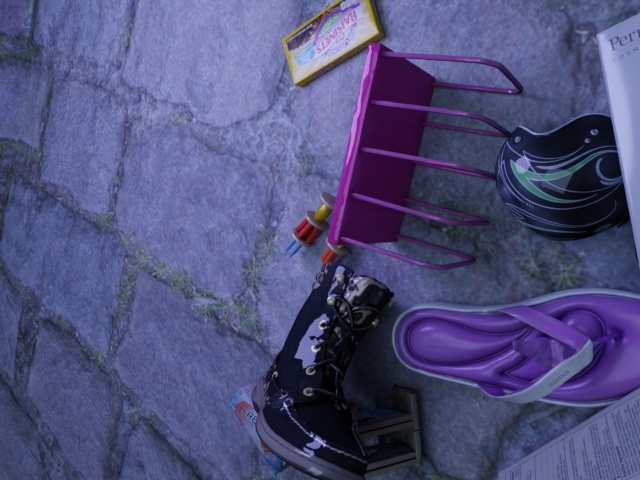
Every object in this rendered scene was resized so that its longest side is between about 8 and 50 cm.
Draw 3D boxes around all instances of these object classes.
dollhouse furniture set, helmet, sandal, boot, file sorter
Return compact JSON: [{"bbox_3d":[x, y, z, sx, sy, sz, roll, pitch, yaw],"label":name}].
[{"bbox_3d":[0.073,0.328,0.899,0.184,0.129,0.129,171,95,-65],"label":"dollhouse furniture set"},{"bbox_3d":[0.321,-0.083,0.665,0.162,0.169,0.169,-15,83,26],"label":"helmet"},{"bbox_3d":[0.289,0.166,0.726,0.416,0.102,0.169,-10,88,34],"label":"sandal"},{"bbox_3d":[0.019,0.186,0.784,0.284,0.138,0.377,-62,12,-7],"label":"boot"},{"bbox_3d":[0.167,-0.115,0.748,0.182,0.202,0.290,18,102,33],"label":"file sorter"}]

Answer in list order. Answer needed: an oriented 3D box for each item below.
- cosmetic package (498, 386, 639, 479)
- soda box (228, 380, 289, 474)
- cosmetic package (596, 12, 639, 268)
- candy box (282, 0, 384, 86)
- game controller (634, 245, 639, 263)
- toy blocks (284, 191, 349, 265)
[{"bbox_3d":[0.373,0.313,0.621,0.113,0.160,0.309,42,118,3],"label":"cosmetic package"},{"bbox_3d":[-0.114,0.390,1.048,0.183,0.063,0.058,48,117,25],"label":"soda box"},{"bbox_3d":[0.439,-0.065,0.489,0.217,0.156,0.385,-21,70,48],"label":"cosmetic package"},{"bbox_3d":[0.019,-0.389,0.953,0.206,0.027,0.105,-20,83,35],"label":"candy box"},{"bbox_3d":[0.495,-0.096,0.595,0.166,0.067,0.319,12,97,35],"label":"game controller"},{"bbox_3d":[0.000,0.000,0.961,0.148,0.054,0.123,-51,64,26],"label":"toy blocks"}]
